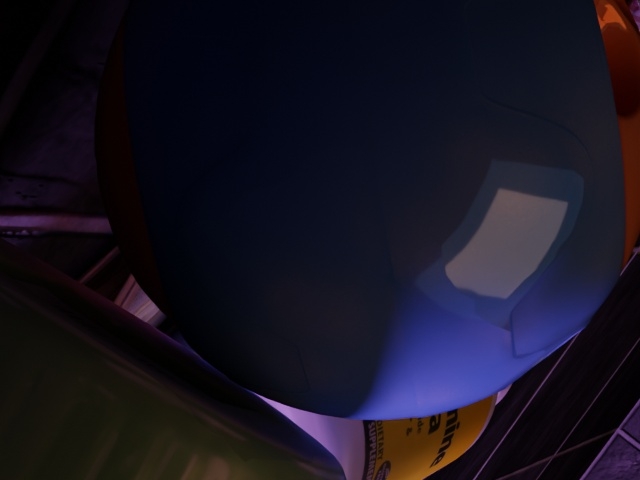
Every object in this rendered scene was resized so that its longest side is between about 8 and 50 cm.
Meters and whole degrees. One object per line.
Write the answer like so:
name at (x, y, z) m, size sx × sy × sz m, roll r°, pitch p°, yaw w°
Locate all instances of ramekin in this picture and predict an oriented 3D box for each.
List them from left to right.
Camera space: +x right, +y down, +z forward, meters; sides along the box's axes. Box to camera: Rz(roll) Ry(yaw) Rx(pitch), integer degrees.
ramekin at (-0.134, 0.102, 0.609) m, size 0.148 × 0.303 × 0.303 m, roll -58°, pitch 158°, yaw -3°

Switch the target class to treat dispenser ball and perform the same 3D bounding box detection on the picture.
treat dispenser ball at (0.029, -0.052, 0.675) m, size 0.288 × 0.288 × 0.288 m, roll -41°, pitch 155°, yaw -23°

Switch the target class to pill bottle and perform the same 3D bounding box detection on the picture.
pill bottle at (0.030, 0.118, 1.063) m, size 0.334 × 0.188 × 0.188 m, roll -15°, pitch 138°, yaw -55°

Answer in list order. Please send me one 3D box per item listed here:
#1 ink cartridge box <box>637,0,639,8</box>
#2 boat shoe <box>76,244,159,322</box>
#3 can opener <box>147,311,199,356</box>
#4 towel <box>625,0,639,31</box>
ink cartridge box at (0.348, -0.266, 1.256) m, size 0.145 × 0.045 × 0.179 m, roll -48°, pitch 163°, yaw -29°
boat shoe at (-0.156, 0.057, 0.803) m, size 0.153 × 0.056 × 0.048 m, roll -42°, pitch 146°, yaw -24°
can opener at (-0.119, 0.065, 0.885) m, size 0.280 × 0.074 × 0.093 m, roll -45°, pitch -169°, yaw -9°
towel at (0.293, -0.167, 1.332) m, size 0.144 × 0.029 × 0.197 m, roll -10°, pitch 134°, yaw -57°
